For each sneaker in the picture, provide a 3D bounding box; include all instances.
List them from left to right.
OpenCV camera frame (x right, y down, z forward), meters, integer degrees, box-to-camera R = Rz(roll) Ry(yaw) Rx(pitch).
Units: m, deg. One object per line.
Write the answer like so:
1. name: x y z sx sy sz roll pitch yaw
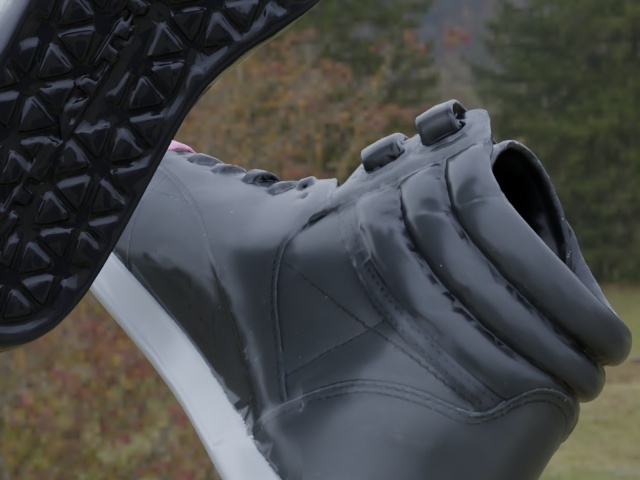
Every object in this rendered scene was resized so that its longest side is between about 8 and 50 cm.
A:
1. sneaker: -0.070 -0.071 0.502 0.084 0.234 0.097 40 -2 -24
2. sneaker: 0.000 0.000 0.584 0.104 0.147 0.296 42 4 -45
